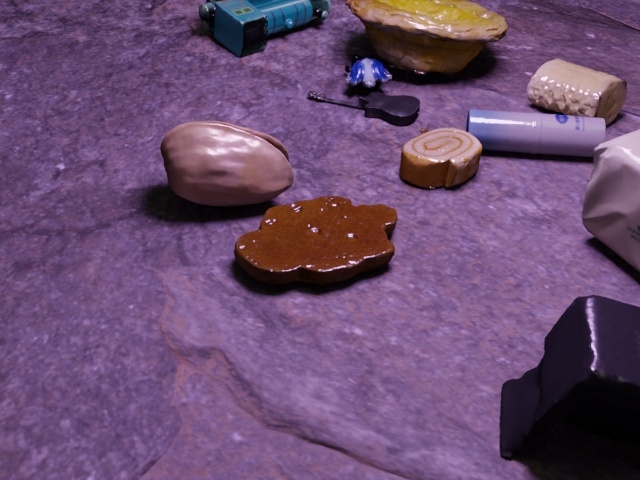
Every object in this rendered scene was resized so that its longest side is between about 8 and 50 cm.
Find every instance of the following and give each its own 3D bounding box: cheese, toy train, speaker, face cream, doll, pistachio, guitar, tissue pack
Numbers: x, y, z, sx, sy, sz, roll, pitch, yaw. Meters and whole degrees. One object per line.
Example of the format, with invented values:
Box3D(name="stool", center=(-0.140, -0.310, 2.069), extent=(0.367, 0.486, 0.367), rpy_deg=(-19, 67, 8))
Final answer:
Box3D(name="cheese", center=(0.509, -0.292, 2.103), extent=(0.123, 0.094, 0.167), rpy_deg=(-36, 44, -28))
Box3D(name="toy train", center=(-0.119, -0.520, 2.395), extent=(0.298, 0.120, 0.194), rpy_deg=(-23, 49, -31))
Box3D(name="speaker", center=(0.443, 0.215, 1.353), extent=(0.388, 0.184, 0.180), rpy_deg=(15, 37, 1))
Box3D(name="face cream", center=(0.398, -0.200, 1.976), extent=(0.250, 0.077, 0.077), rpy_deg=(4, 35, 3))
Box3D(name="doll", center=(0.097, -0.343, 2.183), extent=(0.096, 0.070, 0.195), rpy_deg=(-5, 23, 2))
Box3D(name="pistachio", center=(-0.160, -0.133, 1.802), extent=(0.229, 0.157, 0.157), rpy_deg=(7, 33, -13))
Box3D(name="guitar", center=(0.085, -0.276, 2.120), extent=(0.233, 0.025, 0.088), rpy_deg=(13, 38, 16))
Box3D(name="tissue pack", center=(0.631, -0.029, 1.625), extent=(0.297, 0.207, 0.380), rpy_deg=(-18, 39, -24))

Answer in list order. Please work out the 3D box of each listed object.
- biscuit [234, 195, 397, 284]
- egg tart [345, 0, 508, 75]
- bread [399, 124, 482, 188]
Box3D(name="biscuit", center=(0.000, 0.000, 1.708), extent=(0.290, 0.041, 0.208), rpy_deg=(-17, 39, -26))
Box3D(name="egg tart", center=(0.219, -0.444, 2.249), extent=(0.345, 0.132, 0.345), rpy_deg=(8, 26, -4))
Box3D(name="bread", center=(0.219, -0.151, 1.904), extent=(0.149, 0.073, 0.122), rpy_deg=(-28, 46, -35))
